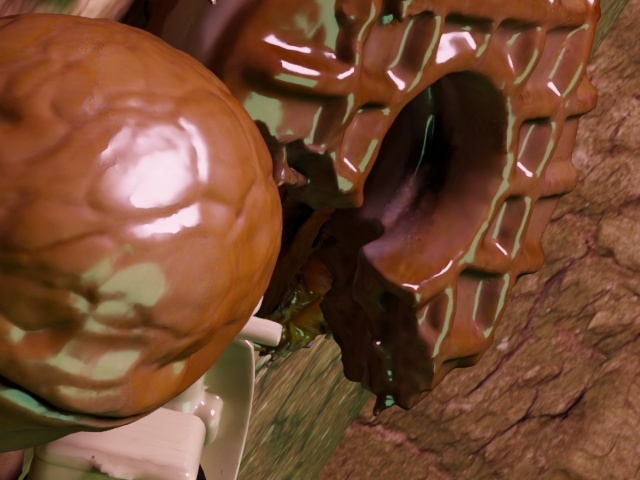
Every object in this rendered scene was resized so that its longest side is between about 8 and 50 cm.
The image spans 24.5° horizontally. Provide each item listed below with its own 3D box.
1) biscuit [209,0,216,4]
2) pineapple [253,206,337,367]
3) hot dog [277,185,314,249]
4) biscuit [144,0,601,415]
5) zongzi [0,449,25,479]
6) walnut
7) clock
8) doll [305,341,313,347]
[{"bbox_3d":[-0.048,-0.167,0.567,0.118,0.061,0.183,-56,171,-8],"label":"biscuit"},{"bbox_3d":[0.000,0.000,1.055,0.225,0.076,0.225,-53,-162,26],"label":"pineapple"},{"bbox_3d":[-0.059,-0.009,0.935,0.270,0.082,0.162,-59,168,21],"label":"hot dog"},{"bbox_3d":[0.048,-0.078,0.831,0.268,0.115,0.366,-53,146,-16],"label":"biscuit"},{"bbox_3d":[-0.185,0.112,0.780,0.176,0.078,0.160,-62,177,-12],"label":"zongzi"},{"bbox_3d":[-0.103,-0.005,0.547,0.167,0.167,0.207,-60,167,20],"label":"walnut"},{"bbox_3d":[-0.102,0.149,0.769,0.379,0.120,0.276,-96,-160,-75],"label":"clock"},{"bbox_3d":[-0.032,0.058,1.283,0.094,0.079,0.180,-31,-179,-3],"label":"doll"}]
